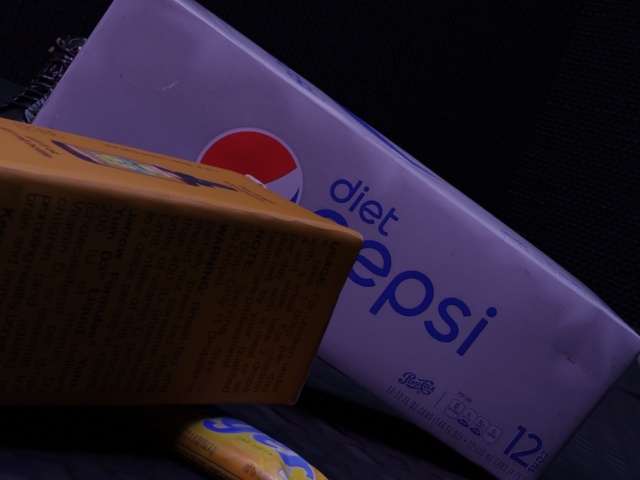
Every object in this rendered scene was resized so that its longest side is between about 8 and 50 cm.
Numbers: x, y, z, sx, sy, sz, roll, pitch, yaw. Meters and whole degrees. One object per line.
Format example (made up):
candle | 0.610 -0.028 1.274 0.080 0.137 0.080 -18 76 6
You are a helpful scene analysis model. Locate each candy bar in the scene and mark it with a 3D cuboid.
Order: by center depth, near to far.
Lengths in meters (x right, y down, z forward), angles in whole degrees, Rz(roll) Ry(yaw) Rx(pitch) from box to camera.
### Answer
candy bar | -0.058 0.060 0.397 0.161 0.018 0.040 25 5 27

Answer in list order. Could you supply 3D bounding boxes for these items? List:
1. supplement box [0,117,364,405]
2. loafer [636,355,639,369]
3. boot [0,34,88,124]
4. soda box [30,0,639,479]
supplement box | -0.096 0.005 0.342 0.233 0.080 0.078 7 16 -45
loafer | 0.486 0.163 1.226 0.319 0.112 0.111 19 13 -27
boot | -0.241 -0.120 0.923 0.077 0.137 0.198 23 5 12
soda box | 0.008 -0.005 0.529 0.286 0.098 0.091 34 9 -10
